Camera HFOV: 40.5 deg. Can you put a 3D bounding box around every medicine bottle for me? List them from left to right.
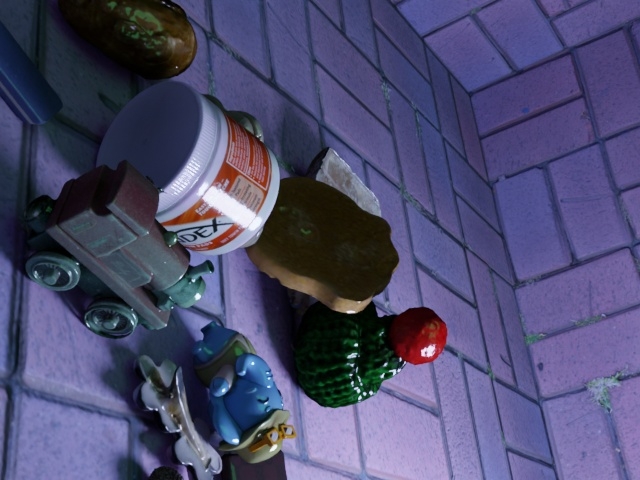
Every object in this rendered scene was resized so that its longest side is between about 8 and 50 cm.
[{"bbox_3d":[-0.238,-0.125,1.585,0.241,0.252,0.252,36,41,-48],"label":"medicine bottle"}]

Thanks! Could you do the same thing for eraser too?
[{"bbox_3d":[-0.516,-0.291,1.421,0.225,0.036,0.082,56,28,-24],"label":"eraser"}]

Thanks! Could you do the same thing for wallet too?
[{"bbox_3d":[-0.110,0.503,1.592,0.182,0.049,0.229,15,59,-55],"label":"wallet"}]

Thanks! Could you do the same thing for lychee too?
[{"bbox_3d":[-0.245,0.401,1.385,0.083,0.067,0.068,62,-24,28],"label":"lychee"}]

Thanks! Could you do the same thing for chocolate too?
[{"bbox_3d":[0.051,-0.090,2.287,0.303,0.100,0.185,44,45,-36],"label":"chocolate"}]

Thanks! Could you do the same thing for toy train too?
[{"bbox_3d":[-0.311,0.025,1.367,0.304,0.221,0.150,49,30,-36],"label":"toy train"}]

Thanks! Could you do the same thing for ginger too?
[{"bbox_3d":[-0.350,-0.411,1.690,0.321,0.172,0.165,21,90,-58],"label":"ginger"}]

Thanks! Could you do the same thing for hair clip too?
[{"bbox_3d":[-0.238,0.303,1.477,0.146,0.075,0.257,-78,148,-73],"label":"hair clip"}]

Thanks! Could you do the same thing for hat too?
[{"bbox_3d":[0.124,0.235,1.906,0.274,0.332,0.242,-71,143,-51],"label":"hat"}]

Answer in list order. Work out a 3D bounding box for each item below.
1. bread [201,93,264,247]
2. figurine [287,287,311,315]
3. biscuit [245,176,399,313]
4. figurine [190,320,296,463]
[{"bbox_3d":[-0.188,-0.155,1.786,0.102,0.183,0.337,-14,80,-61],"label":"bread"},{"bbox_3d":[-0.051,0.141,1.990,0.083,0.047,0.050,51,45,-46],"label":"figurine"},{"bbox_3d":[-0.001,0.002,1.959,0.365,0.062,0.385,28,35,3],"label":"biscuit"},{"bbox_3d":[-0.153,0.274,1.559,0.262,0.154,0.180,57,-5,0],"label":"figurine"}]
